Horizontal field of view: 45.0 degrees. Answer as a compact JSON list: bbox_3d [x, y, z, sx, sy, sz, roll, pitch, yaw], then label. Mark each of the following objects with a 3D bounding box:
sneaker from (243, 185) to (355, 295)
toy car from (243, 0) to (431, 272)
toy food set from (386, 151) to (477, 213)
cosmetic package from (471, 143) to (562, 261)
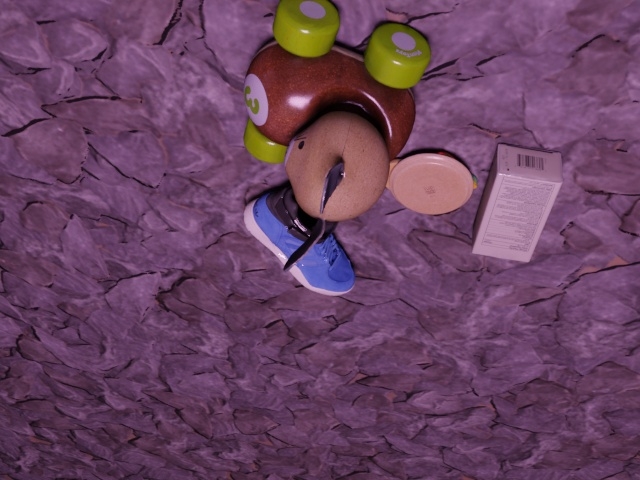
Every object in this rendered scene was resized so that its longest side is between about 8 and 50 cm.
[{"bbox_3d":[0.000,0.001,0.803,0.152,0.058,0.084,43,141,-23],"label":"sneaker"},{"bbox_3d":[-0.002,-0.070,0.616,0.149,0.188,0.155,17,140,-6],"label":"toy car"},{"bbox_3d":[0.105,-0.054,0.739,0.083,0.020,0.082,-23,129,35],"label":"toy food set"},{"bbox_3d":[0.182,-0.033,0.727,0.060,0.041,0.115,10,141,3],"label":"cosmetic package"}]
